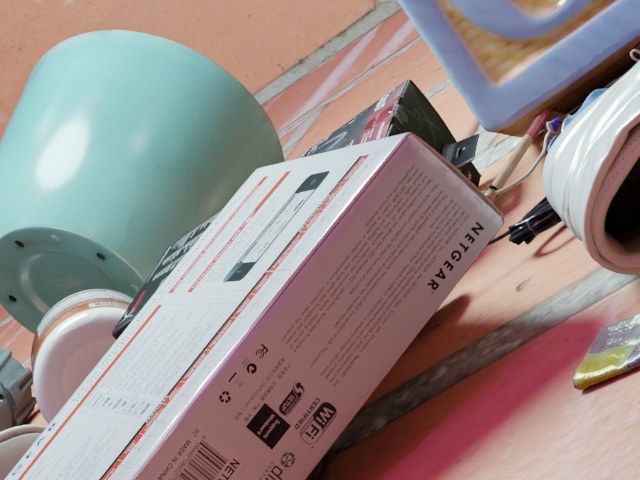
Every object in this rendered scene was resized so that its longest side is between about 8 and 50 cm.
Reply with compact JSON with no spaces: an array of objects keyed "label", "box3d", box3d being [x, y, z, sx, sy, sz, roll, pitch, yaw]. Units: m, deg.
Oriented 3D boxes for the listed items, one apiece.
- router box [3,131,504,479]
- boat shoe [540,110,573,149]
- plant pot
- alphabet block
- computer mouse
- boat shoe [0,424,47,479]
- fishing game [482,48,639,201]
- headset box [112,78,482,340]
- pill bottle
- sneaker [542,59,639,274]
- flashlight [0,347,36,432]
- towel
[{"label":"router box","box3d":[-0.067,0.091,1.189,0.335,0.082,0.301,-52,13,-13]},{"label":"boat shoe","box3d":[0.188,-0.075,1.430,0.035,0.035,0.100,-64,13,3]},{"label":"plant pot","box3d":[-0.209,-0.025,1.914,0.293,0.293,0.235,-29,28,42]},{"label":"alphabet block","box3d":[0.174,-0.208,1.494,0.193,0.192,0.197,-33,-7,12]},{"label":"computer mouse","box3d":[0.099,0.022,1.286,0.242,0.041,0.071,-29,9,9]},{"label":"boat shoe","box3d":[-0.293,0.251,1.363,0.095,0.112,0.335,-24,19,37]},{"label":"fishing game","box3d":[0.230,-0.102,1.285,0.264,0.041,0.189,-20,21,36]},{"label":"headset box","box3d":[0.000,0.000,1.494,0.293,0.110,0.218,-35,10,16]},{"label":"pill bottle","box3d":[-0.191,0.107,1.647,0.121,0.121,0.216,-38,9,-5]},{"label":"sneaker","box3d":[0.247,-0.100,1.071,0.292,0.108,0.169,-52,9,12]},{"label":"flashlight","box3d":[-0.385,0.207,1.924,0.103,0.103,0.304,-33,11,29]},{"label":"towel","box3d":[0.168,0.047,0.969,0.083,0.009,0.060,-29,12,40]}]
